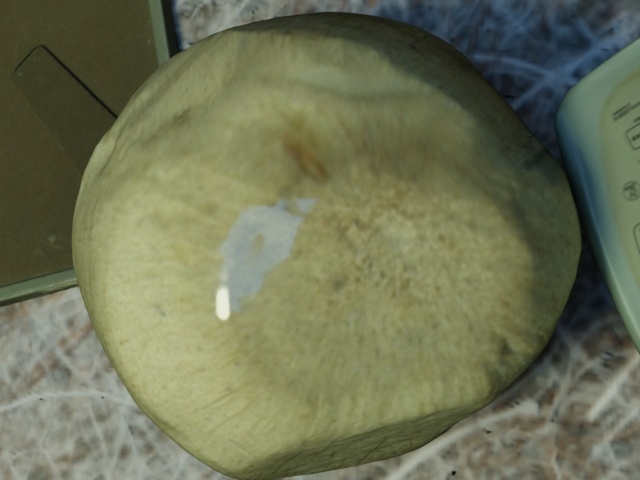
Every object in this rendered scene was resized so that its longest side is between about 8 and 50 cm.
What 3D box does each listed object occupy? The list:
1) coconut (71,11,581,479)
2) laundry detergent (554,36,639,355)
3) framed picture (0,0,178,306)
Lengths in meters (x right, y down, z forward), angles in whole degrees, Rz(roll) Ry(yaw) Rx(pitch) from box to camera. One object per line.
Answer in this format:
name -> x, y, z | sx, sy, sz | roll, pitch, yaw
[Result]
coconut -> 0.000, 0.000, 0.688 | 0.224, 0.224, 0.224 | -3, 82, 22
laundry detergent -> 0.235, 0.021, 0.629 | 0.215, 0.105, 0.280 | -32, 71, 13
framed picture -> -0.141, -0.074, 0.847 | 0.150, 0.015, 0.203 | -15, 77, 20
